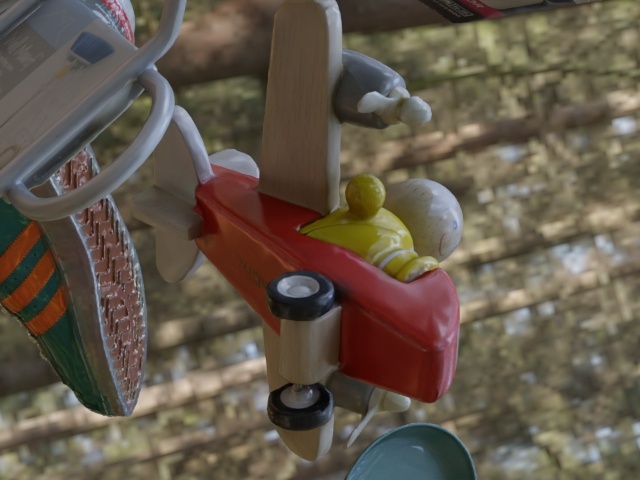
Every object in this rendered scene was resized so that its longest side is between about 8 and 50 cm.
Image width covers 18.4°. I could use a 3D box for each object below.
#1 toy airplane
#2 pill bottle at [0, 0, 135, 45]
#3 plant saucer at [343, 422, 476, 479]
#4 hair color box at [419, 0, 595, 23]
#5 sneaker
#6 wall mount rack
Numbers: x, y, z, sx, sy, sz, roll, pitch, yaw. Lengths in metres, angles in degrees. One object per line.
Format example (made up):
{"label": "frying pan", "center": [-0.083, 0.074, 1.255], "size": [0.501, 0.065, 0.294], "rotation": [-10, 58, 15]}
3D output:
{"label": "toy airplane", "center": [0.000, 0.000, 1.866], "size": [0.384, 0.272, 0.386], "rotation": [69, -25, 10]}
{"label": "pill bottle", "center": [-0.297, -0.207, 2.202], "size": [0.283, 0.161, 0.161], "rotation": [-77, 172, -66]}
{"label": "plant saucer", "center": [0.053, 0.177, 1.319], "size": [0.021, 0.119, 0.119], "rotation": [18, -65, 53]}
{"label": "hair color box", "center": [0.151, -0.249, 1.350], "size": [0.347, 0.174, 0.105], "rotation": [-2, -119, 58]}
{"label": "sneaker", "center": [-0.221, 0.009, 1.511], "size": [0.121, 0.108, 0.302], "rotation": [-6, -58, 17]}
{"label": "wall mount rack", "center": [-0.166, -0.162, 1.192], "size": [0.130, 0.304, 0.350], "rotation": [49, -4, -31]}
